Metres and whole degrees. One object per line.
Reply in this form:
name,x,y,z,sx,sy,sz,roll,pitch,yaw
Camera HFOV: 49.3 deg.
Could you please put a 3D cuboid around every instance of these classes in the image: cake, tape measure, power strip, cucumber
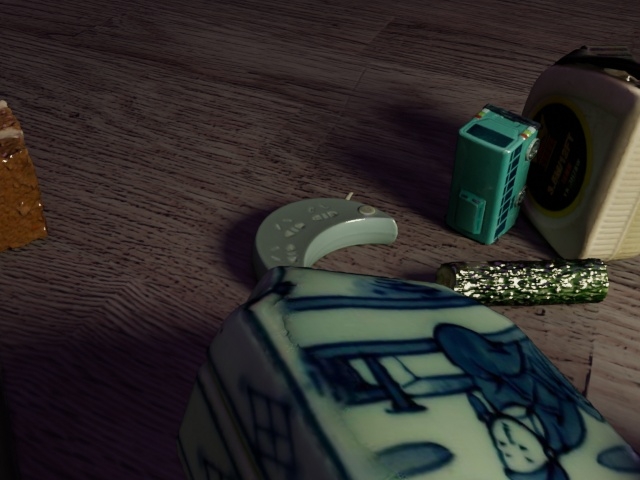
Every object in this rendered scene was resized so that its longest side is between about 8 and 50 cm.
cake,-0.402,-0.072,0.803,0.134,0.135,0.147,-21,49,-31
tape measure,0.347,-0.134,0.860,0.132,0.271,0.232,-5,39,-13
power strip,0.000,0.000,0.833,0.137,0.044,0.216,23,41,24
cucumber,0.225,0.048,0.789,0.186,0.058,0.058,-1,37,-5

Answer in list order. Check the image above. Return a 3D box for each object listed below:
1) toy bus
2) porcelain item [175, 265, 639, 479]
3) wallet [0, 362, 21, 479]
toy bus,0.208,-0.075,0.867,0.079,0.160,0.091,31,53,29
porcelain item,0.066,0.149,0.484,0.281,0.157,0.286,7,30,-34
wallet,-0.329,0.177,0.573,0.145,0.030,0.285,-11,39,-26
